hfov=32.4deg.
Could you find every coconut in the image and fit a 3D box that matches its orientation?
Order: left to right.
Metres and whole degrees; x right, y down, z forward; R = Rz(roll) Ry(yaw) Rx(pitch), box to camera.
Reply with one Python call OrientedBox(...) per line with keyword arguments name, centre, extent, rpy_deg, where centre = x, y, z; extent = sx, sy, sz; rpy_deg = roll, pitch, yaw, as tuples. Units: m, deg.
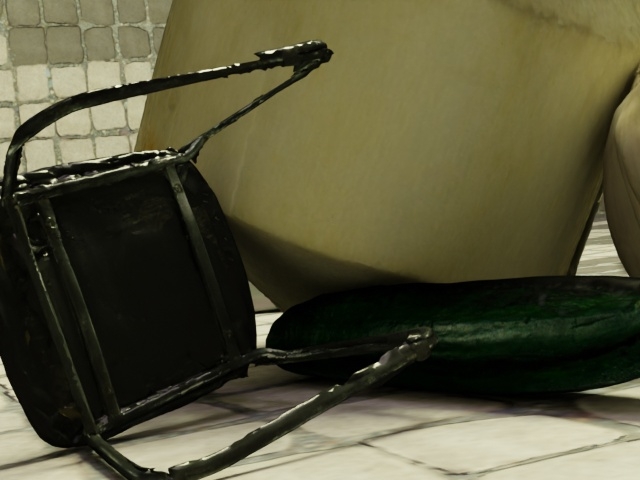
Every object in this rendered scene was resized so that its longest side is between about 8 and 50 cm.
OrientedBox(name="coconut", centre=(0.041, -0.080, 0.670), extent=(0.322, 0.323, 0.323), rpy_deg=(-6, 1, 0))

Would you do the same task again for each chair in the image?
OrientedBox(name="chair", centre=(-0.082, 0.019, 0.497), extent=(0.145, 0.140, 0.221), rpy_deg=(-20, 2, -34))

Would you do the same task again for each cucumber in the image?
OrientedBox(name="cucumber", centre=(0.055, 0.045, 0.511), extent=(0.056, 0.056, 0.284), rpy_deg=(-7, -1, -37))

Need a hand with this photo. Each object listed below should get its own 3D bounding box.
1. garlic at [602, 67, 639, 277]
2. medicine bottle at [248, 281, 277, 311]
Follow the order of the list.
OrientedBox(name="garlic", centre=(0.229, -0.059, 0.545), extent=(0.152, 0.228, 0.228), rpy_deg=(26, 5, 6))
OrientedBox(name="medicine bottle", centre=(0.000, 0.000, 1.193), extent=(0.179, 0.124, 0.324), rpy_deg=(-11, 1, 23))
